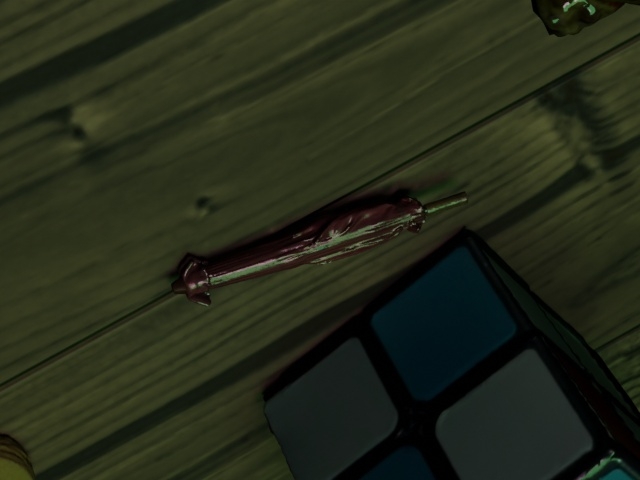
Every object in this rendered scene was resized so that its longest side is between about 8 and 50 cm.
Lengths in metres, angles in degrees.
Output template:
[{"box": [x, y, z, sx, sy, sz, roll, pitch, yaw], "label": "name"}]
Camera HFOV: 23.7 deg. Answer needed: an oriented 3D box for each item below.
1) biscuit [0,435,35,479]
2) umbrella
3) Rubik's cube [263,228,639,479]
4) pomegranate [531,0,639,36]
[{"box": [-0.238, 0.197, 0.868, 0.153, 0.030, 0.234, 16, 122, -41], "label": "biscuit"}, {"box": [0.000, 0.000, 0.809, 0.165, 0.025, 0.027, -17, 156, -10], "label": "umbrella"}, {"box": [0.099, 0.135, 0.881, 0.167, 0.183, 0.180, -40, 135, 10], "label": "Rubik's cube"}, {"box": [0.133, -0.205, 0.579, 0.198, 0.246, 0.198, 14, 162, 5], "label": "pomegranate"}]
